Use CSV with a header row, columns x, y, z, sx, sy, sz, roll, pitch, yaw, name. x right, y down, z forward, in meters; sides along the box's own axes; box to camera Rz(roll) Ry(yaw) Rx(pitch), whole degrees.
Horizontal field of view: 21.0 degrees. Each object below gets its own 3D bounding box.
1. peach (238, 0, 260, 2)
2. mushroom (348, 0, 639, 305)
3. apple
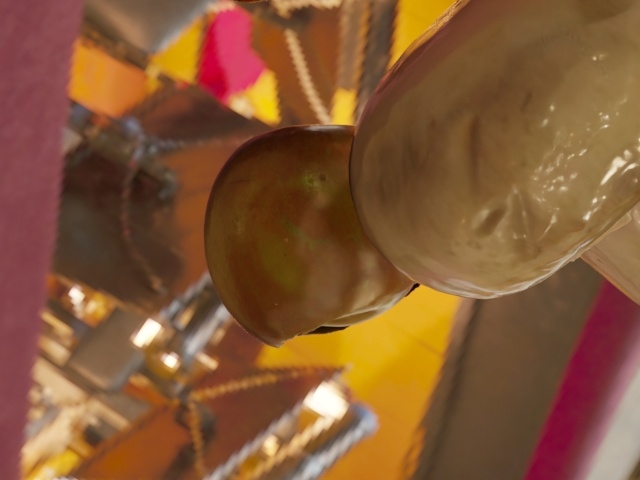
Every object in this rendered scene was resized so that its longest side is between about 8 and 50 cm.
x,y,z,sx,sy,sz,roll,pitch,yaw,name
-0.078,-0.347,1.960,0.151,0.151,0.118,-51,177,-26,peach
0.199,-0.095,1.390,0.353,0.325,0.353,-13,120,-23,mushroom
0.000,0.000,1.658,0.237,0.236,0.208,33,53,-74,apple
